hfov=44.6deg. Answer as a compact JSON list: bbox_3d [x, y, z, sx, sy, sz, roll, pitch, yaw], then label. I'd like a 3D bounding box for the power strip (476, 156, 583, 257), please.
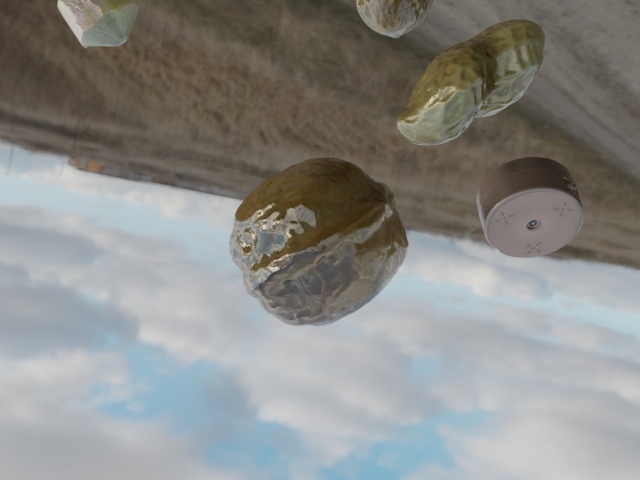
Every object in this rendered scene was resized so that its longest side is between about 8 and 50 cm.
[{"bbox_3d":[0.319,-0.051,1.186,0.154,0.154,0.078,11,-137,-12],"label":"power strip"}]

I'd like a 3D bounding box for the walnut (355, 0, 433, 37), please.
[{"bbox_3d":[0.137,-0.460,1.442,0.149,0.167,0.166,-1,179,17],"label":"walnut"}]

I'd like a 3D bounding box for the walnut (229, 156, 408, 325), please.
[{"bbox_3d":[0.002,-0.001,1.466,0.306,0.306,0.344,9,155,-42],"label":"walnut"}]

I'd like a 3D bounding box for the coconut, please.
[{"bbox_3d":[-0.450,-0.468,1.603,0.147,0.153,0.147,-32,180,0],"label":"coconut"}]

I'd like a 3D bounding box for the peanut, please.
[{"bbox_3d":[0.202,-0.213,1.072,0.233,0.110,0.196,-30,-179,-24],"label":"peanut"}]
